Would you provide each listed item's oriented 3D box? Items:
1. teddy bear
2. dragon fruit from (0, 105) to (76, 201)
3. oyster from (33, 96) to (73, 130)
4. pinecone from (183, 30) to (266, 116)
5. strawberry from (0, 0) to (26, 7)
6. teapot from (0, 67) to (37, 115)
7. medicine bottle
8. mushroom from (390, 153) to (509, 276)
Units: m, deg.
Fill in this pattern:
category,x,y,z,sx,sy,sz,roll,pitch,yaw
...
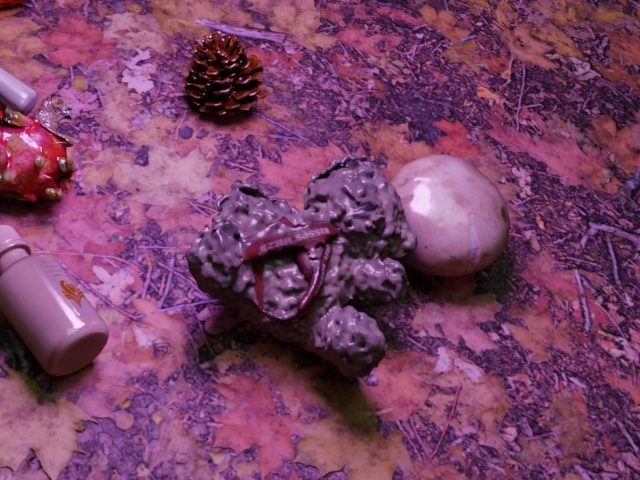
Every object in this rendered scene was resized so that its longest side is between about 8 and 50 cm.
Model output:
category,x,y,z,sx,sy,sz,roll,pitch,yaw
teddy bear,0.000,0.000,1.618,0.357,0.224,0.367,32,73,-3
dragon fruit,-0.491,-0.140,1.642,0.172,0.166,0.160,15,51,-10
oyster,-0.487,-0.230,1.806,0.080,0.038,0.083,-3,51,-24
pinecone,-0.189,-0.322,1.909,0.173,0.173,0.174,10,49,-11
strawberry,-0.660,-0.514,1.929,0.175,0.236,0.107,37,56,-47
teapot,-0.674,-0.342,1.760,0.220,0.149,0.318,-26,64,-39
medicine bottle,-0.435,0.083,1.508,0.114,0.114,0.252,-28,64,-35
mushroom,0.230,-0.041,1.801,0.254,0.184,0.255,11,46,-11
